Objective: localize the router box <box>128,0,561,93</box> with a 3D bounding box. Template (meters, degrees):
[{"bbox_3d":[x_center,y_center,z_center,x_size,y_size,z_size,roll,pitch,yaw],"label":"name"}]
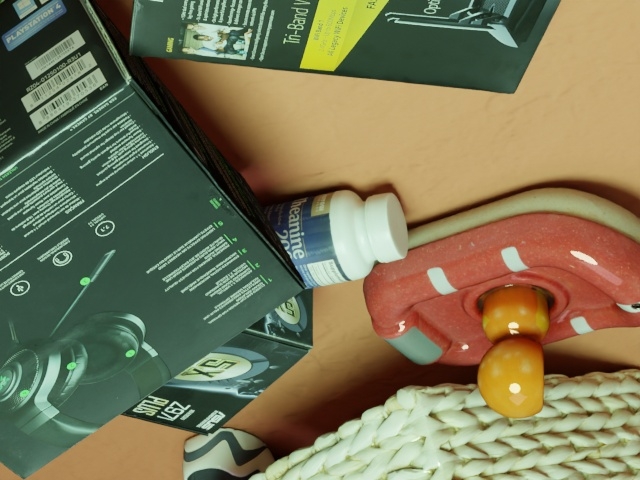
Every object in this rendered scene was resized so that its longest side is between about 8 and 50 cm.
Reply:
[{"bbox_3d":[0.026,-0.196,1.047,0.243,0.081,0.309,5,155,-8],"label":"router box"}]

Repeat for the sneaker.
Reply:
[{"bbox_3d":[-0.033,0.282,1.776,0.094,0.153,0.235,-21,142,34],"label":"sneaker"}]

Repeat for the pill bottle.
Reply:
[{"bbox_3d":[0.000,0.000,1.405,0.120,0.067,0.067,-11,146,18],"label":"pill bottle"}]

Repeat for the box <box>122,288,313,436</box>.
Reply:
[{"bbox_3d":[-0.111,0.073,1.514,0.147,0.077,0.180,17,144,-26],"label":"box"}]

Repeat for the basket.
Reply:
[{"bbox_3d":[0.128,0.284,1.595,0.331,0.266,0.328,0,155,-43],"label":"basket"}]

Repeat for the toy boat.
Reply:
[{"bbox_3d":[0.147,0.061,1.421,0.231,0.151,0.151,-19,144,28],"label":"toy boat"}]

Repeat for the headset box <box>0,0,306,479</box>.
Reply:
[{"bbox_3d":[-0.178,0.001,1.267,0.246,0.131,0.283,-35,141,4],"label":"headset box"}]
